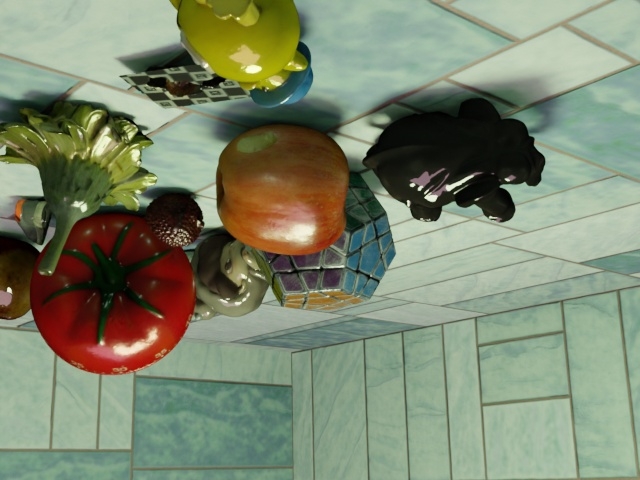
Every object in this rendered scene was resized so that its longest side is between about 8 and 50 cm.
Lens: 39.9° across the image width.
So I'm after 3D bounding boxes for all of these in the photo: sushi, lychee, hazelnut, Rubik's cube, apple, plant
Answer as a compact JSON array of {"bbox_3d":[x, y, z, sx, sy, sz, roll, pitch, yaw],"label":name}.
[{"bbox_3d":[-0.188,-0.252,1.356,0.201,0.031,0.139,-4,165,20],"label":"sushi"},{"bbox_3d":[-0.320,-0.049,1.937,0.129,0.123,0.123,32,165,6],"label":"lychee"},{"bbox_3d":[-0.820,0.082,2.247,0.229,0.230,0.229,-1,165,0],"label":"hazelnut"},{"bbox_3d":[0.000,0.000,1.846,0.264,0.319,0.319,19,179,35],"label":"Rubik's cube"},{"bbox_3d":[-0.071,-0.091,1.577,0.241,0.242,0.242,1,165,-1],"label":"apple"},{"bbox_3d":[-0.422,-0.119,1.543,0.306,0.297,0.261,27,120,-30],"label":"plant"}]

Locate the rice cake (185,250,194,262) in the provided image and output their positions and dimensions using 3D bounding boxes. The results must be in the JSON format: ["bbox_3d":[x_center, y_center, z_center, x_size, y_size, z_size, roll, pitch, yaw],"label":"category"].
[{"bbox_3d":[-0.402,0.064,2.472,0.237,0.043,0.127,-5,164,15],"label":"rice cake"}]

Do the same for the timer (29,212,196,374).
[{"bbox_3d":[-0.480,0.126,2.058,0.378,0.378,0.279,0,157,-6],"label":"timer"}]

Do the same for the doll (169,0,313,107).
[{"bbox_3d":[-0.100,-0.269,1.148,0.199,0.145,0.363,32,179,10],"label":"doll"}]

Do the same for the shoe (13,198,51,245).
[{"bbox_3d":[-0.659,-0.047,2.011,0.077,0.074,0.194,15,158,-15],"label":"shoe"}]

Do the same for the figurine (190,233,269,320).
[{"bbox_3d":[-0.174,0.058,2.198,0.380,0.248,0.203,-26,134,33],"label":"figurine"}]

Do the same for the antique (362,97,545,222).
[{"bbox_3d":[0.234,-0.130,1.553,0.322,0.185,0.255,1,166,7],"label":"antique"}]
